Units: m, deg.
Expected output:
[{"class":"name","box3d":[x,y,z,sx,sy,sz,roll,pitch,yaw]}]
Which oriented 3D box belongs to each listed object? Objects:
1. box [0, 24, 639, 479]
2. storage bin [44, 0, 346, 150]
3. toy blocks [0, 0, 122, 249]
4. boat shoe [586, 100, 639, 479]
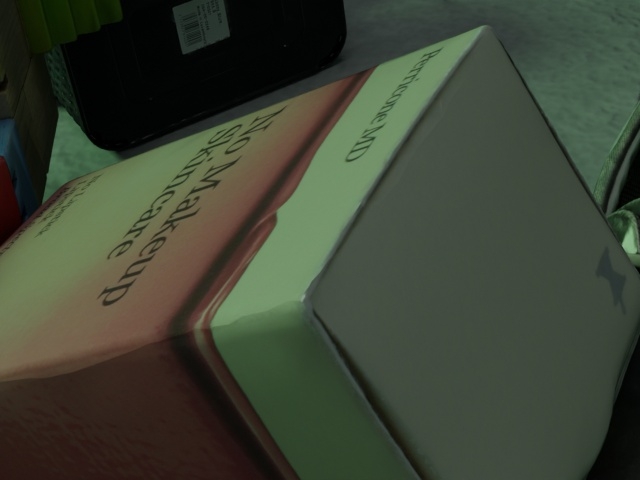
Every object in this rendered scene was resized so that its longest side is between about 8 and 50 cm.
[{"class":"box","box3d":[-0.026,0.040,0.456,0.232,0.127,0.149,-16,28,40]},{"class":"storage bin","box3d":[-0.084,-0.149,0.775,0.180,0.122,0.084,-25,41,-19]},{"class":"toy blocks","box3d":[-0.277,-0.032,0.571,0.381,0.191,0.261,-11,25,-3]},{"class":"boat shoe","box3d":[0.143,0.027,0.517,0.121,0.119,0.335,3,40,14]}]
